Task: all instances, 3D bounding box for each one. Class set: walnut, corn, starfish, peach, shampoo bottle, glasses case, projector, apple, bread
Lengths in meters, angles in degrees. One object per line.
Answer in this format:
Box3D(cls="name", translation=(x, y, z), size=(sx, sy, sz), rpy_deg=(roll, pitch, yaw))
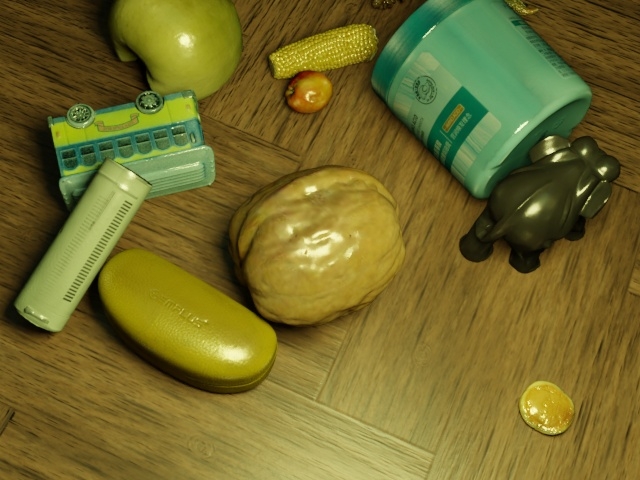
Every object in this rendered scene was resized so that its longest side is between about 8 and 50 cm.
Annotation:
Box3D(cls="walnut", translation=(0.001, 0.003, 1.696), size=(0.344, 0.306, 0.306), rpy_deg=(-26, 67, -10))
Box3D(cls="corn", translation=(0.008, -0.434, 2.033), size=(0.260, 0.091, 0.091), rpy_deg=(-18, 30, -13))
Box3D(cls="starfish", translation=(0.416, -0.562, 2.165), size=(0.208, 0.053, 0.176), rpy_deg=(37, 75, 21))
Box3D(cls="peach", translation=(-0.023, -0.330, 1.974), size=(0.101, 0.100, 0.100), rpy_deg=(2, 62, -4))
Box3D(cls="shampoo bottle", translation=(0.341, -0.311, 1.862), size=(0.331, 0.331, 0.342), rpy_deg=(-34, 72, -20))
Box3D(cls="glasses case", translation=(-0.263, 0.156, 1.671), size=(0.371, 0.141, 0.173), rpy_deg=(30, 65, 11))
Box3D(cls="projector", translation=(-0.450, 0.007, 1.681), size=(0.108, 0.108, 0.337), rpy_deg=(32, 89, 11))
Box3D(cls="apple", translation=(-0.316, -0.472, 1.943), size=(0.258, 0.233, 0.295), rpy_deg=(-39, 73, -17))
Box3D(cls="bread", translation=(0.439, 0.324, 1.710), size=(0.110, 0.024, 0.110), rpy_deg=(2, 62, -5))

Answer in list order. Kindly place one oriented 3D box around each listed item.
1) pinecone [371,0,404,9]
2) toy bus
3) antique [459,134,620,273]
Box3D(cls="pinecone", translation=(0.154, -0.652, 2.114), size=(0.150, 0.179, 0.195), rpy_deg=(-1, 87, 9))
Box3D(cls="toy bus", translation=(-0.390, -0.186, 1.834), size=(0.312, 0.152, 0.190), rpy_deg=(-14, 64, -11))
Box3D(cls="antique", translation=(0.457, -0.071, 1.792), size=(0.322, 0.255, 0.185), rpy_deg=(-31, 67, -21))
